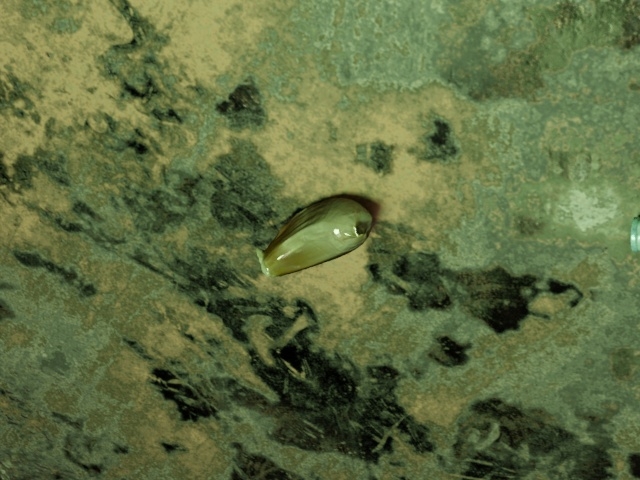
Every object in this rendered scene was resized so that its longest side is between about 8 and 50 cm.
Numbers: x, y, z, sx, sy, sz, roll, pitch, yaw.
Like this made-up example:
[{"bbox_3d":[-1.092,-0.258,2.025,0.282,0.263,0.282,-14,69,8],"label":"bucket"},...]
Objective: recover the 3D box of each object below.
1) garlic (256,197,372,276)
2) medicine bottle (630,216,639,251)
[{"bbox_3d":[0.011,-0.006,1.867,0.198,0.128,0.090,-15,105,38],"label":"garlic"},{"bbox_3d":[0.503,-0.003,1.693,0.191,0.051,0.051,3,130,22],"label":"medicine bottle"}]
